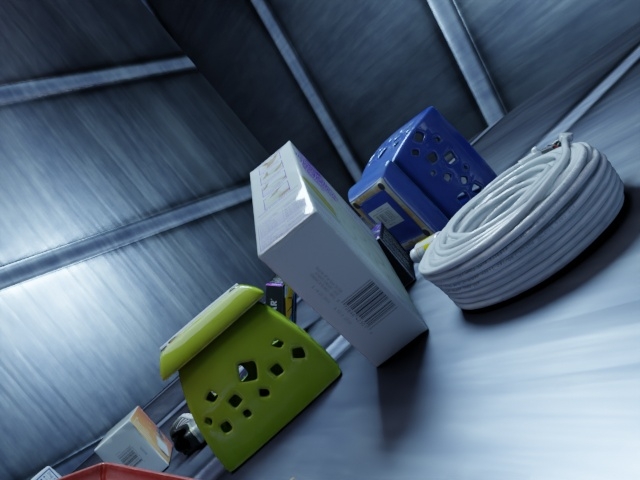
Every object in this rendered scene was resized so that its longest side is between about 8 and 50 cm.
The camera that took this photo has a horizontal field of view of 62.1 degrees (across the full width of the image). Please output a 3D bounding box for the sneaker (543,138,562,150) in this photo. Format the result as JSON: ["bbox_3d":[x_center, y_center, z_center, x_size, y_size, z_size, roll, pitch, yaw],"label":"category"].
[{"bbox_3d":[0.361,-0.113,0.824,0.061,0.065,0.158,-37,4,41],"label":"sneaker"}]

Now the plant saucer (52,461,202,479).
[{"bbox_3d":[-0.264,0.328,0.599,0.259,0.047,0.258,-4,-5,29],"label":"plant saucer"}]

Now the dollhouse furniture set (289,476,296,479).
[{"bbox_3d":[-0.075,0.298,0.513,0.152,0.058,0.076,-15,-24,-46],"label":"dollhouse furniture set"}]

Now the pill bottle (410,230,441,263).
[{"bbox_3d":[0.207,0.016,1.003,0.043,0.043,0.083,-42,4,-36],"label":"pill bottle"}]

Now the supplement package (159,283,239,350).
[{"bbox_3d":[-0.292,0.290,1.573,0.263,0.198,0.199,-40,2,-4],"label":"supplement package"}]

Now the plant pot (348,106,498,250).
[{"bbox_3d":[0.212,-0.116,1.197,0.212,0.236,0.236,-48,7,-25],"label":"plant pot"}]

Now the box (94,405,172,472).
[{"bbox_3d":[-0.405,0.456,1.172,0.091,0.130,0.170,-41,4,-14],"label":"box"}]

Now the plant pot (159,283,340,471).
[{"bbox_3d":[-0.130,0.199,0.885,0.228,0.207,0.227,-41,4,-9],"label":"plant pot"}]

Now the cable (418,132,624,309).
[{"bbox_3d":[0.245,-0.019,0.670,0.257,0.089,0.257,-39,4,22],"label":"cable"}]

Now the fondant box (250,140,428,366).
[{"bbox_3d":[0.011,0.001,0.807,0.096,0.238,0.330,-40,25,9],"label":"fondant box"}]

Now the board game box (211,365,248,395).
[{"bbox_3d":[-0.200,0.336,1.222,0.170,0.048,0.141,-37,6,31],"label":"board game box"}]

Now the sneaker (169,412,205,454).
[{"bbox_3d":[-0.278,0.399,1.089,0.170,0.063,0.075,-30,3,45],"label":"sneaker"}]

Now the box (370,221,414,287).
[{"bbox_3d":[0.098,0.060,1.081,0.153,0.108,0.207,-40,3,11],"label":"box"}]

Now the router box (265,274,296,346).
[{"bbox_3d":[-0.095,0.172,1.307,0.046,0.178,0.133,5,16,12],"label":"router box"}]

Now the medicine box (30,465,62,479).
[{"bbox_3d":[-0.714,0.693,1.185,0.263,0.149,0.289,-41,1,35],"label":"medicine box"}]
